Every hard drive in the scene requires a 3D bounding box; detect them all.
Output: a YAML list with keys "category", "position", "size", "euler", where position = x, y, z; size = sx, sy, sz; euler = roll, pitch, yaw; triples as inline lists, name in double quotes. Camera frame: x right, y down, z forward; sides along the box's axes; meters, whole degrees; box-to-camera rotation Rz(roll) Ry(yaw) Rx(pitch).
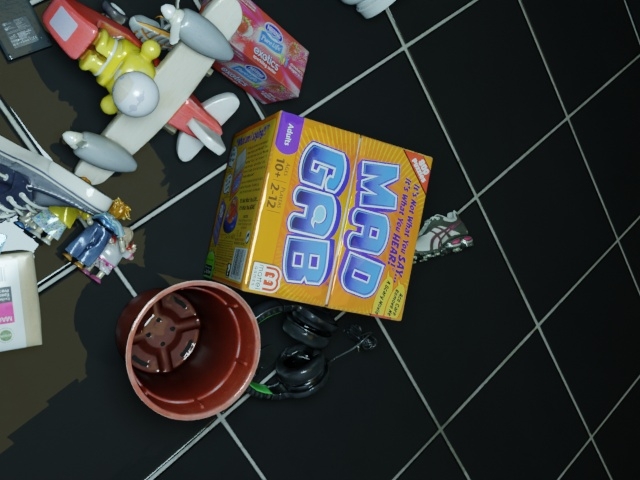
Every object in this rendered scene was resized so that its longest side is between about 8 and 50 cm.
- category: "hard drive"
  position: [-0.622, -0.443, 1.292]
  size: [0.094, 0.022, 0.135]
  euler: [-31, 106, -26]

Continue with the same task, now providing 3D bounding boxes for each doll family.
- category: "doll family"
  position: [-0.485, -0.035, 1.324]
  size: [0.263, 0.118, 0.163]
  euler: [42, 71, -24]

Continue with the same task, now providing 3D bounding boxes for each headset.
- category: "headset"
  position: [-0.043, 0.251, 1.566]
  size: [0.393, 0.185, 0.244]
  euler: [2, 106, -26]

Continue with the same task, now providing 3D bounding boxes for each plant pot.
- category: "plant pot"
  position: [-0.304, 0.210, 1.351]
  size: [0.272, 0.265, 0.273]
  euler: [-1, 92, -30]

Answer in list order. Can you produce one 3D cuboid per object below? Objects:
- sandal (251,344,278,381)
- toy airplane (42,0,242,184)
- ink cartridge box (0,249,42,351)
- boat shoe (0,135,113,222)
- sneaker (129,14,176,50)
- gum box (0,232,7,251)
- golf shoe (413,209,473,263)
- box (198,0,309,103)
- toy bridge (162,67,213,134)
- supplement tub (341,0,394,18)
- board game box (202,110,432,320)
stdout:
- category: "sandal"
  position: [-0.174, 0.314, 1.557]
  size: [0.179, 0.040, 0.067]
  euler: [-31, 108, -26]
- category: "toy airplane"
  position: [-0.342, -0.296, 1.290]
  size: [0.383, 0.272, 0.387]
  euler: [-3, 116, -6]
- category: "ink cartridge box"
  position: [-0.675, 0.126, 1.235]
  size: [0.234, 0.088, 0.194]
  euler: [-8, 94, -31]
- category: "boat shoe"
  position: [-0.556, -0.084, 1.203]
  size: [0.158, 0.340, 0.127]
  euler: [-62, 158, -8]
- category: "sneaker"
  position: [-0.326, -0.473, 1.435]
  size: [0.214, 0.084, 0.083]
  euler: [5, 89, -41]
- category: "gum box"
  position: [-0.689, -0.025, 1.184]
  size: [0.184, 0.157, 0.041]
  euler: [25, 79, -29]
- category: "golf shoe"
  position: [0.309, -0.006, 1.814]
  size: [0.272, 0.105, 0.120]
  euler: [-13, 82, -35]
- category: "box"
  position: [-0.158, -0.435, 1.459]
  size: [0.256, 0.122, 0.128]
  euler: [30, 67, -46]
- category: "toy bridge"
  position: [-0.318, -0.339, 1.469]
  size: [0.063, 0.026, 0.188]
  euler: [34, 76, -25]
- category: "supplement tub"
  position: [0.082, -0.738, 1.578]
  size: [0.316, 0.228, 0.228]
  euler: [43, 71, -23]
- category: "board game box"
  position: [-0.021, -0.045, 1.429]
  size: [0.356, 0.356, 0.357]
  euler: [13, 87, -22]
